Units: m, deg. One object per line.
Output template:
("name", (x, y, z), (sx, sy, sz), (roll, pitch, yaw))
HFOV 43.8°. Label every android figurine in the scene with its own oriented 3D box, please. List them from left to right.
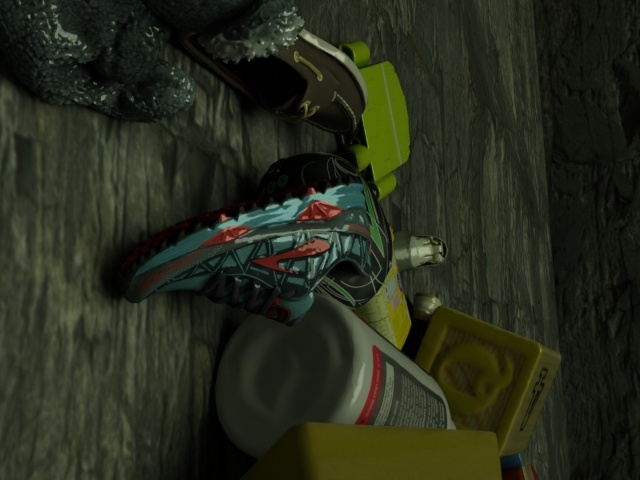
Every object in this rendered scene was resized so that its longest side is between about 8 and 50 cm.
("android figurine", (0.076, -0.186, 1.239), (0.273, 0.056, 0.248), (-41, 120, -61))

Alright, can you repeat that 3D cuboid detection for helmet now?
("helmet", (0.000, 0.000, 0.899), (0.169, 0.169, 0.162), (50, 23, -50))

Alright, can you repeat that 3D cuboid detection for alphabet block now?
("alphabet block", (0.272, 0.236, 1.341), (0.197, 0.192, 0.194), (25, 85, -61))

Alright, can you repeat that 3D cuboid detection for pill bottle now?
("pill bottle", (0.040, 0.195, 0.891), (0.318, 0.176, 0.176), (42, 47, -48))

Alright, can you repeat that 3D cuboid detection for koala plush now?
("koala plush", (-0.121, -0.199, 0.607), (0.203, 0.221, 0.196), (-18, 101, -65))

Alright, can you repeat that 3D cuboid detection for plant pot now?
("plant pot", (0.043, 0.297, 0.713), (0.212, 0.212, 0.187), (9, 50, -26))

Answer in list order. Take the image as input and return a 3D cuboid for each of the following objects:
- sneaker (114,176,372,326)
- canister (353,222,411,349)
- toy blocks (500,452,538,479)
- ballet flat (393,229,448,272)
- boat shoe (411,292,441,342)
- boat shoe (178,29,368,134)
("sneaker", (-0.053, 0.025, 0.728), (0.261, 0.104, 0.125), (-18, 94, -28))
("canister", (0.076, 0.075, 1.156), (0.126, 0.073, 0.170), (-54, 133, -56))
("toy blocks", (0.399, 0.543, 1.667), (0.381, 0.190, 0.261), (23, 51, -63))
("ballet flat", (0.172, 0.015, 1.385), (0.213, 0.068, 0.072), (-3, 86, -65))
("boat shoe", (0.198, 0.159, 1.428), (0.170, 0.063, 0.059), (55, 49, -45))
("boat shoe", (-0.047, -0.193, 0.907), (0.324, 0.116, 0.097), (36, 57, -54))
